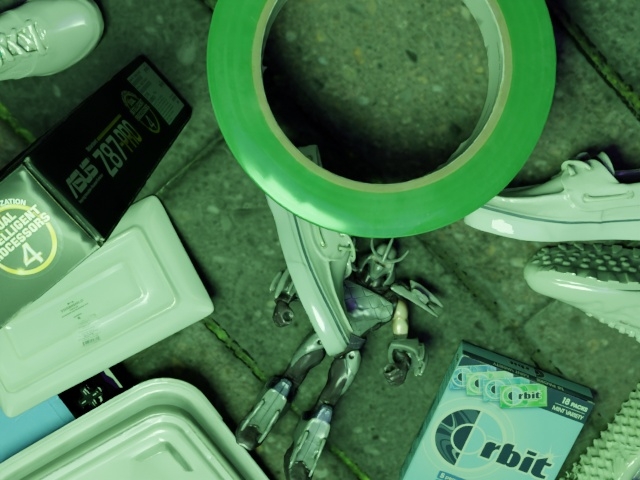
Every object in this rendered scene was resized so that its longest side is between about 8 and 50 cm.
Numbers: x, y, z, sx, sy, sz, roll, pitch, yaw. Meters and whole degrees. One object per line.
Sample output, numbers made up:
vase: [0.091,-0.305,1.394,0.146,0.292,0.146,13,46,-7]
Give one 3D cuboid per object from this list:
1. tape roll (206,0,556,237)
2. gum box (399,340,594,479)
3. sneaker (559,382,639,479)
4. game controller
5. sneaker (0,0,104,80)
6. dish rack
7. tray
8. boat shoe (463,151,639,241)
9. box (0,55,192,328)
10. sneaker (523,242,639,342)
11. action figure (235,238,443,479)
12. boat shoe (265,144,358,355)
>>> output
tape roll: [0.055,-0.162,1.037,0.321,0.077,0.321,0,92,-3]
gum box: [0.194,0.223,1.233,0.157,0.041,0.184,21,111,-3]
sneaker: [0.384,0.252,1.206,0.146,0.102,0.293,34,108,-19]
game controller: [-0.352,0.229,1.265,0.319,0.067,0.166,-35,103,14]
sneaker: [-0.322,-0.190,1.099,0.212,0.094,0.080,-14,106,9]
dish rack: [-0.189,0.337,1.244,0.285,0.072,0.333,-30,118,7]
tray: [-0.264,0.075,1.192,0.270,0.030,0.145,-28,90,8]
boat shoe: [0.274,-0.049,1.113,0.258,0.095,0.084,-1,106,-6]
box: [-0.288,-0.005,1.004,0.318,0.395,0.097,-38,104,17]
sneaker: [0.326,0.063,1.147,0.235,0.090,0.095,8,119,3]
action figure: [0.016,0.119,1.182,0.185,0.099,0.285,30,105,7]
boat shoe: [0.000,0.000,1.102,0.076,0.083,0.226,-21,72,2]
